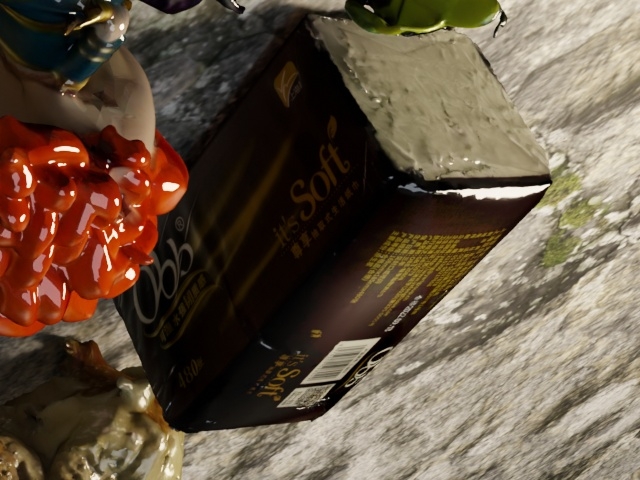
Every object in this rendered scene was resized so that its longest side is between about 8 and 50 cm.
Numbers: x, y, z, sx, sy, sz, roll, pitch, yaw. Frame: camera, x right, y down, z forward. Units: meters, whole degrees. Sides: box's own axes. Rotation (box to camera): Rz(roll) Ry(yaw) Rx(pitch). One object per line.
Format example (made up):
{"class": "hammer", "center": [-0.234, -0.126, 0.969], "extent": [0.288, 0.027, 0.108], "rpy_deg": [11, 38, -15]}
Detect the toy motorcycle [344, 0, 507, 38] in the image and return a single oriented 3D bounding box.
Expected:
{"class": "toy motorcycle", "center": [0.070, -0.254, 1.095], "extent": [0.206, 0.142, 0.342], "rpy_deg": [-66, 156, -12]}

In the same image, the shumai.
{"class": "shumai", "center": [-0.214, 0.237, 1.571], "extent": [0.262, 0.314, 0.267], "rpy_deg": [-35, 175, -26]}

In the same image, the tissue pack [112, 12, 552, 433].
{"class": "tissue pack", "center": [0.000, 0.000, 1.418], "extent": [0.210, 0.198, 0.370], "rpy_deg": [-5, 146, -45]}

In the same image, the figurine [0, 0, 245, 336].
{"class": "figurine", "center": [-0.164, -0.132, 1.022], "extent": [0.412, 0.241, 0.306], "rpy_deg": [-60, 169, 19]}
